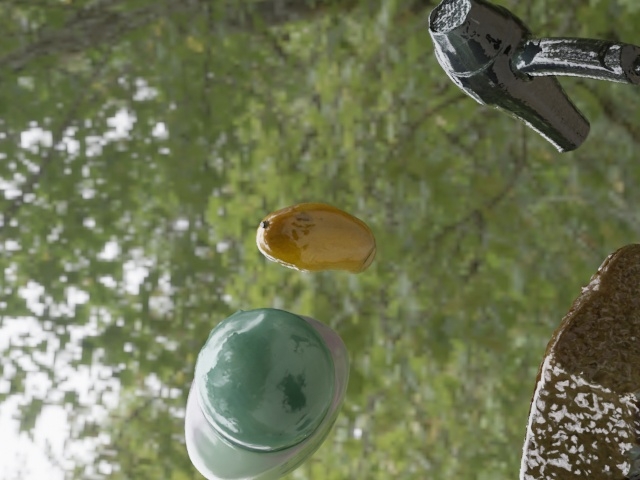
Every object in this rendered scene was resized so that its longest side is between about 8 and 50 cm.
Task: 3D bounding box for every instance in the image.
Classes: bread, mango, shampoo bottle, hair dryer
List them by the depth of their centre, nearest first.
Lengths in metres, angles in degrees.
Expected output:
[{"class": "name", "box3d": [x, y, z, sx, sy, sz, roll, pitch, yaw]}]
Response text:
[{"class": "bread", "box3d": [0.227, 0.210, 1.131, 0.165, 0.113, 0.417, -44, -34, -39]}, {"class": "hair dryer", "box3d": [0.249, -0.148, 1.353, 0.235, 0.271, 0.091, 36, -105, -38]}, {"class": "shampoo bottle", "box3d": [-0.058, 0.168, 1.578, 0.222, 0.151, 0.349, -42, -10, -11]}, {"class": "mango", "box3d": [0.000, 0.000, 1.774, 0.190, 0.098, 0.075, 14, -140, -38]}]
